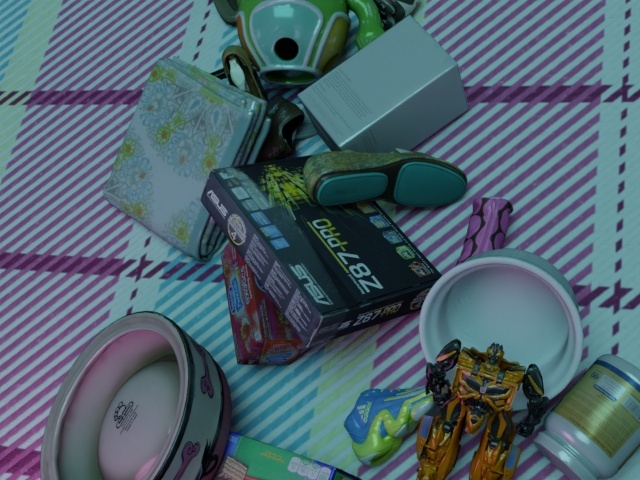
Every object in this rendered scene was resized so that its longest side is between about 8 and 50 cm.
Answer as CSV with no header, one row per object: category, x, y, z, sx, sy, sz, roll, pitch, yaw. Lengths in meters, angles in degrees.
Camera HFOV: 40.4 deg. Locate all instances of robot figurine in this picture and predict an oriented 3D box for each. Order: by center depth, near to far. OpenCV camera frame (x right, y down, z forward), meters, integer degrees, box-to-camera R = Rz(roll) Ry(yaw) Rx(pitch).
robot figurine,0.263,0.310,1.475,0.211,0.085,0.291,16,111,15

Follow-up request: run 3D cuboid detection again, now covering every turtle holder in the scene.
turtle holder,-0.031,-0.470,1.958,0.320,0.243,0.228,6,81,-20

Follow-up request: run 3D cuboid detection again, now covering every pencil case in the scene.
pencil case,0.312,0.012,1.680,0.095,0.098,0.209,10,68,21

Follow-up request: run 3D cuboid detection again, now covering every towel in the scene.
towel,-0.294,-0.185,1.902,0.320,0.090,0.374,32,103,30

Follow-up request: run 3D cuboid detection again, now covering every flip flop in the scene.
flip flop,-0.255,-0.648,2.170,0.112,0.080,0.277,-30,61,2

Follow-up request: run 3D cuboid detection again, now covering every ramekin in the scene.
ramekin,0.322,0.146,1.530,0.277,0.135,0.277,5,105,19

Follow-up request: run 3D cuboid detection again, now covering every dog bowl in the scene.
dog bowl,-0.335,0.346,1.624,0.408,0.150,0.408,-24,50,32

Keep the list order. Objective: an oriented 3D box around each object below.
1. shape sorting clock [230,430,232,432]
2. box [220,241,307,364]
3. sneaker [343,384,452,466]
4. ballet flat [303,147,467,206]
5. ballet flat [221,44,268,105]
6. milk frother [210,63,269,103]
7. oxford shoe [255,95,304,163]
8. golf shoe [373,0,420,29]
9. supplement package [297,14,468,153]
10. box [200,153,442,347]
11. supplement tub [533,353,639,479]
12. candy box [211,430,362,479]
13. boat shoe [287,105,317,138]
shape sorting clock,-0.256,0.431,1.688,0.206,0.040,0.206,-8,63,15
box,-0.107,0.106,1.722,0.122,0.128,0.257,4,59,-28
sneaker,0.141,0.298,1.603,0.240,0.091,0.126,-38,59,-4
ballet flat,0.127,-0.134,1.731,0.348,0.123,0.123,-3,59,-23
ballet flat,-0.165,-0.314,1.917,0.080,0.073,0.232,-21,105,6
milk frother,-0.203,-0.350,2.018,0.134,0.129,0.143,-24,18,5
oxford shoe,-0.110,-0.197,1.893,0.096,0.083,0.227,32,97,28
golf shoe,0.114,-0.601,2.040,0.120,0.105,0.273,-34,66,-18
supplement package,0.135,-0.291,1.830,0.293,0.175,0.177,-35,60,-1
box,0.000,0.000,1.681,0.318,0.097,0.395,-14,53,-37
supplement tub,0.471,0.306,1.467,0.200,0.144,0.144,-45,62,-7
candy box,-0.105,0.522,1.515,0.268,0.122,0.317,8,71,37
boat shoe,0.013,-0.314,1.931,0.227,0.081,0.079,-33,61,0
